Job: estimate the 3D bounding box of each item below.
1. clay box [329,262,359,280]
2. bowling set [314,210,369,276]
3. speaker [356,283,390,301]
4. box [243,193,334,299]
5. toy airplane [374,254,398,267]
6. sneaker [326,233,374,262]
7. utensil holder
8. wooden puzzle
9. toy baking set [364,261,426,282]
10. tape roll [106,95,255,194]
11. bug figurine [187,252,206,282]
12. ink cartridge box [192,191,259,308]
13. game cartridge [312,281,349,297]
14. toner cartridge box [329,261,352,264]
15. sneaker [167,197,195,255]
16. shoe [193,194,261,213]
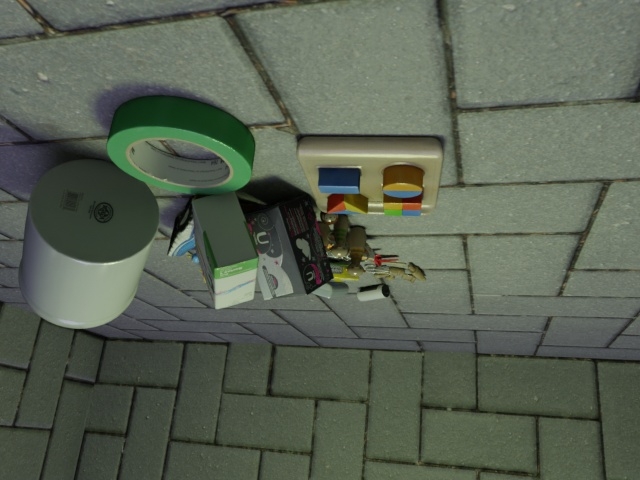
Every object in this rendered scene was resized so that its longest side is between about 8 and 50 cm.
[{"bbox_3d":[0.011,0.099,1.837,0.222,0.053,0.127,6,171,1],"label":"clay box"},{"bbox_3d":[0.000,0.000,1.664,0.287,0.154,0.200,4,160,4],"label":"bowling set"},{"bbox_3d":[0.215,0.213,2.337,0.055,0.055,0.136,23,154,-39],"label":"speaker"},{"bbox_3d":[-0.096,0.020,1.563,0.163,0.247,0.142,-11,-171,37],"label":"box"},{"bbox_3d":[0.188,0.064,1.961,0.151,0.028,0.151,7,158,3],"label":"toy airplane"},{"bbox_3d":[0.064,0.033,1.814,0.215,0.084,0.083,14,128,2],"label":"sneaker"},{"bbox_3d":[-0.619,0.015,1.545,0.327,0.327,0.385,14,145,-22],"label":"utensil holder"},{"bbox_3d":[0.123,-0.128,1.389,0.322,0.080,0.348,2,160,9],"label":"wooden puzzle"},{"bbox_3d":[0.269,0.118,2.096,0.197,0.030,0.256,-4,158,24],"label":"toy baking set"},{"bbox_3d":[-0.311,-0.204,1.304,0.321,0.077,0.321,5,161,2],"label":"tape roll"},{"bbox_3d":[-0.370,0.100,2.158,0.216,0.072,0.279,4,160,3],"label":"bug figurine"},{"bbox_3d":[-0.253,0.033,1.519,0.117,0.201,0.278,-16,157,-17],"label":"ink cartridge box"},{"bbox_3d":[-0.065,0.133,2.016,0.294,0.060,0.196,17,-173,22],"label":"game cartridge"},{"bbox_3d":[-0.071,0.042,1.914,0.348,0.075,0.165,14,160,-23],"label":"toner cartridge box"},{"bbox_3d":[-0.370,-0.016,1.757,0.147,0.130,0.330,17,157,-23],"label":"sneaker"},{"bbox_3d":[-0.257,-0.081,1.624,0.219,0.076,0.058,15,153,-29],"label":"shoe"}]
